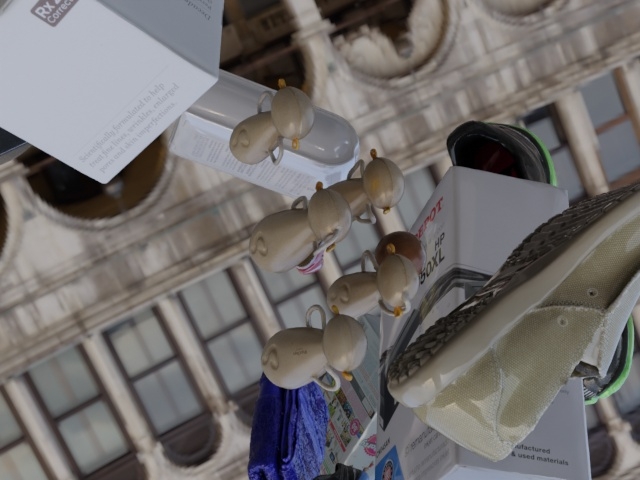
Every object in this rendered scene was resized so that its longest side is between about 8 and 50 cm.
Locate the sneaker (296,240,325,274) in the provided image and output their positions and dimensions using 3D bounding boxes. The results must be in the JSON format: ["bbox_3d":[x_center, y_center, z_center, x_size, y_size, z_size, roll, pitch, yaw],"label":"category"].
[{"bbox_3d":[0.000,0.000,1.603,0.118,0.042,0.067,-51,165,-13],"label":"sneaker"}]

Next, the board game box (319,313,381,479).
[{"bbox_3d":[0.089,0.339,2.212,0.303,0.097,0.224,-60,-150,19],"label":"board game box"}]

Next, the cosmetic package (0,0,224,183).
[{"bbox_3d":[-0.177,-0.177,0.822,0.151,0.151,0.184,-36,-141,34],"label":"cosmetic package"}]

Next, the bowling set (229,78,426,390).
[{"bbox_3d":[0.038,-0.010,1.006,0.199,0.287,0.154,-7,170,-31],"label":"bowling set"}]

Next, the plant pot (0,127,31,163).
[{"bbox_3d":[-0.395,-0.134,1.065,0.167,0.188,0.188,-2,-157,44],"label":"plant pot"}]

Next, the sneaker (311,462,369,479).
[{"bbox_3d":[0.000,0.405,1.614,0.078,0.067,0.188,25,-141,25],"label":"sneaker"}]

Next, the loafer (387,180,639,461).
[{"bbox_3d":[0.161,0.047,0.708,0.268,0.092,0.102,-36,-176,-21],"label":"loafer"}]

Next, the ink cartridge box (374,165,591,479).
[{"bbox_3d":[0.187,0.151,1.324,0.285,0.166,0.395,119,-20,-55],"label":"ink cartridge box"}]

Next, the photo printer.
[{"bbox_3d":[-0.090,-0.167,1.777,0.256,0.307,0.107,138,-29,-73],"label":"photo printer"}]

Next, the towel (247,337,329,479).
[{"bbox_3d":[-0.039,0.330,1.747,0.076,0.228,0.308,-14,-148,14],"label":"towel"}]

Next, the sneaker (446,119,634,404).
[{"bbox_3d":[0.293,0.025,1.559,0.185,0.483,0.202,-39,144,28],"label":"sneaker"}]
